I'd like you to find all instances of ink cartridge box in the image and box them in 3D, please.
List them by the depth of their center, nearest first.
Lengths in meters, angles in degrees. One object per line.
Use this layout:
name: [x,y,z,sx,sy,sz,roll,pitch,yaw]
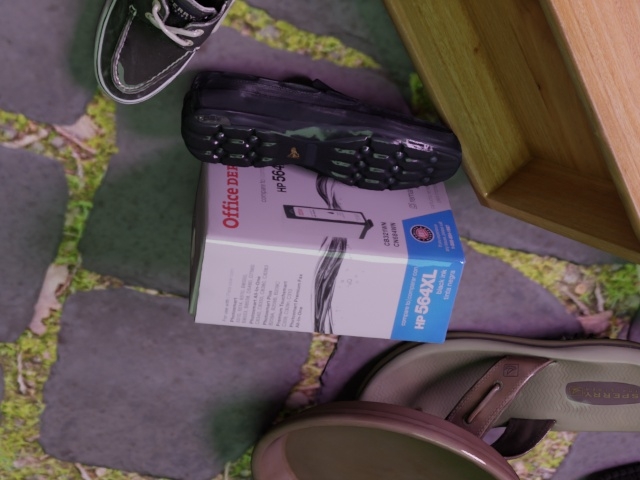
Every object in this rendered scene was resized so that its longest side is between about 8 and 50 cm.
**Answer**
ink cartridge box: [0.000,0.000,1.053,0.203,0.148,0.086,6,123,-9]

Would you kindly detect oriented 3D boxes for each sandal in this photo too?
sandal: [0.172,0.149,1.188,0.302,0.086,0.120,-6,126,17]

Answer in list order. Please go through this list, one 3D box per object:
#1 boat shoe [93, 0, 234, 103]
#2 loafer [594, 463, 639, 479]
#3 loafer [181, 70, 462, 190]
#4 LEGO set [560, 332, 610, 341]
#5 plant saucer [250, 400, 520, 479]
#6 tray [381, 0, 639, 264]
boat shoe: [-0.105,-0.184,0.967,0.077,0.070,0.219,26,118,-20]
loafer: [0.378,0.255,1.308,0.220,0.080,0.078,-10,134,8]
loafer: [0.003,-0.093,1.030,0.223,0.078,0.076,8,146,-4]
LEGO set: [0.248,0.105,1.225,0.054,0.023,0.083,-21,136,12]
plant saucer: [0.071,0.233,1.224,0.277,0.041,0.278,13,142,10]
tray: [0.126,-0.174,0.913,0.076,0.203,0.411,-40,123,-17]
